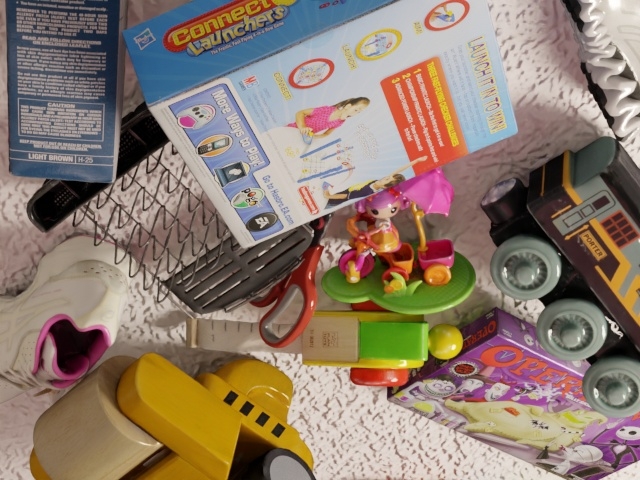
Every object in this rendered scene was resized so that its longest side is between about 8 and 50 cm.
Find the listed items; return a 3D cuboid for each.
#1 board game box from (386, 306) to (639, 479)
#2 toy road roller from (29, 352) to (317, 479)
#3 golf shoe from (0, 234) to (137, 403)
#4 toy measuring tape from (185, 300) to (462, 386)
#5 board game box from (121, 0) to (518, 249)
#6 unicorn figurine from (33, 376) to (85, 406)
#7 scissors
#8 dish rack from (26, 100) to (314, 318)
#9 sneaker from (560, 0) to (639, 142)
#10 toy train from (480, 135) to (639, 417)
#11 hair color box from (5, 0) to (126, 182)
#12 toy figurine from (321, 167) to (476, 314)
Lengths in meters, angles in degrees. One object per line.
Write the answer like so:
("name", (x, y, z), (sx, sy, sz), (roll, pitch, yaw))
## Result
("board game box", (0.279, 0.204, 1.978), (0.346, 0.056, 0.208), (26, 134, -28))
("toy road roller", (-0.157, 0.230, 1.868), (0.329, 0.241, 0.202), (37, 124, -22))
("golf shoe", (-0.325, 0.120, 1.799), (0.115, 0.140, 0.306), (25, 130, -29))
("toy measuring tape", (0.010, 0.114, 1.861), (0.330, 0.121, 0.121), (0, 139, 19))
("board game box", (0.013, -0.143, 1.455), (0.301, 0.086, 0.308), (-23, 153, 3))
("unicorn figurine", (-0.280, 0.205, 1.953), (0.161, 0.060, 0.111), (-7, 126, -19))
("scissors", (0.000, 0.000, 1.735), (0.021, 0.109, 0.297), (-5, 144, -45))
("dish rack", (-0.150, -0.021, 1.690), (0.208, 0.074, 0.271), (-33, 119, 25))
("sneaker", (0.299, -0.221, 1.531), (0.118, 0.110, 0.292), (-23, 142, 8))
("toy train", (0.323, 0.046, 1.727), (0.190, 0.142, 0.334), (-33, 105, 24))
("hair color box", (-0.223, -0.235, 1.411), (0.105, 0.174, 0.347), (4, 135, -7))
("toy figurine", (0.083, -0.019, 1.715), (0.173, 0.130, 0.159), (-4, 125, 0))
